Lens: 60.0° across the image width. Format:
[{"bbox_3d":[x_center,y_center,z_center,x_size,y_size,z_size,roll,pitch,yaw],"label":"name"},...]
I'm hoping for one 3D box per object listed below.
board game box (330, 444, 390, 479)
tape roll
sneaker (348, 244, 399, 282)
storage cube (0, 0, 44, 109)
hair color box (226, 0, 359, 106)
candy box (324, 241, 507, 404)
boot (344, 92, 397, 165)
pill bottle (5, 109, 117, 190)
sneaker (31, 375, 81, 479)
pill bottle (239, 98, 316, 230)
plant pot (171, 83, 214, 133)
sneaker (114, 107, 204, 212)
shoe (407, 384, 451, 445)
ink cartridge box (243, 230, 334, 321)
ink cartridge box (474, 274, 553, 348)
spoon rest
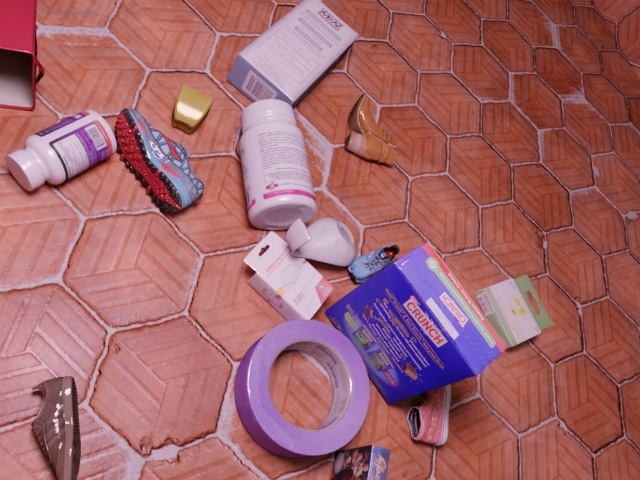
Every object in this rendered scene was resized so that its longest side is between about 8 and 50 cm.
[{"bbox_3d":[0.058,0.526,1.059,0.042,0.165,0.243,24,57,-15],"label":"board game box"},{"bbox_3d":[-0.036,0.309,1.163,0.275,0.090,0.275,12,61,-22],"label":"tape roll"},{"bbox_3d":[0.136,0.048,1.388,0.162,0.073,0.063,-31,83,-35],"label":"sneaker"},{"bbox_3d":[-0.677,-0.405,1.121,0.215,0.183,0.193,1,65,-26],"label":"storage cube"},{"bbox_3d":[-0.068,-0.509,1.531,0.185,0.113,0.374,40,55,-5],"label":"hair color box"},{"bbox_3d":[0.188,0.188,1.197,0.122,0.317,0.268,-31,83,-35],"label":"candy box"},{"bbox_3d":[0.154,-0.312,1.578,0.152,0.073,0.197,18,71,-17],"label":"boot"},{"bbox_3d":[-0.529,-0.181,1.134,0.108,0.108,0.193,48,55,1],"label":"pill bottle"},{"bbox_3d":[-0.459,0.333,0.958,0.071,0.066,0.188,-7,64,-12],"label":"sneaker"},{"bbox_3d":[-0.108,-0.181,1.321,0.160,0.160,0.283,1,66,-27],"label":"pill bottle"},{"bbox_3d":[-0.314,-0.306,1.327,0.081,0.081,0.083,24,70,-15],"label":"plant pot"},{"bbox_3d":[-0.360,-0.183,1.247,0.262,0.104,0.125,57,38,2],"label":"sneaker"},{"bbox_3d":[0.253,0.381,1.292,0.081,0.063,0.178,19,63,-24],"label":"shoe"},{"bbox_3d":[-0.081,0.088,1.260,0.198,0.067,0.115,44,54,-3],"label":"ink cartridge box"},{"bbox_3d":[0.560,0.189,1.554,0.235,0.056,0.171,-15,73,-30],"label":"ink cartridge box"},{"bbox_3d":[0.000,0.000,1.297,0.276,0.084,0.137,7,52,-62],"label":"spoon rest"}]
